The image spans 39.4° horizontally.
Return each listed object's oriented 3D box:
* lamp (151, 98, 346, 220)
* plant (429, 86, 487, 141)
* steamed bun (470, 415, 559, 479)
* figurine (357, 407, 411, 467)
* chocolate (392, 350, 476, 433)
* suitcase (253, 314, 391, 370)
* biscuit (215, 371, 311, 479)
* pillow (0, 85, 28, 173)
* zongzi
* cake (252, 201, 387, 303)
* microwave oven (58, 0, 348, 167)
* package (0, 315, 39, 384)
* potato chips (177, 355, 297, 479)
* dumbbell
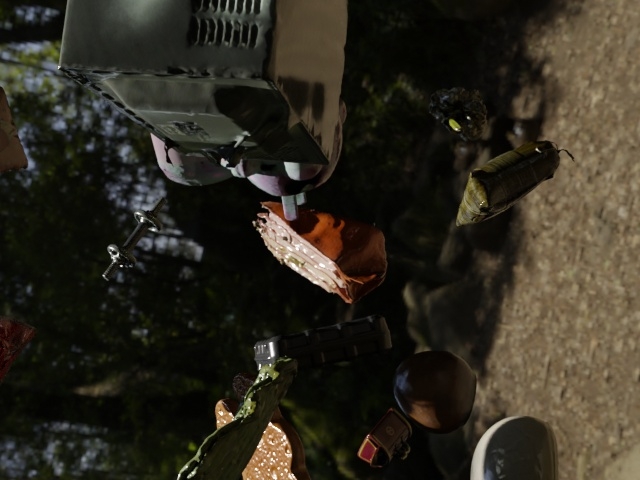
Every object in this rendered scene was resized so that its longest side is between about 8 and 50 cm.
[{"bbox_3d":[-0.110,-0.151,1.501,0.247,0.301,0.247,-66,-28,-58],"label":"lamp"},{"bbox_3d":[0.251,-0.229,1.672,0.122,0.117,0.104,-48,-37,-52],"label":"plant"},{"bbox_3d":[0.314,0.401,1.461,0.177,0.131,0.228,90,-176,-71],"label":"steamed bun"},{"bbox_3d":[0.154,0.471,2.045,0.154,0.098,0.082,-40,-20,-49],"label":"figurine"},{"bbox_3d":[0.222,0.300,1.794,0.177,0.177,0.176,-168,90,-81],"label":"chocolate"},{"bbox_3d":[-0.005,0.185,1.552,0.285,0.206,0.066,141,117,-77],"label":"suitcase"},{"bbox_3d":[-0.106,0.429,1.813,0.333,0.047,0.202,55,132,32],"label":"biscuit"},{"bbox_3d":[-0.850,-0.267,2.231,0.223,0.084,0.236,-22,-81,-57],"label":"pillow"},{"bbox_3d":[0.433,-0.130,2.073,0.111,0.248,0.241,59,168,13],"label":"zongzi"},{"bbox_3d":[0.001,0.004,1.586,0.135,0.287,0.098,-46,-32,-27],"label":"cake"},{"bbox_3d":[-0.115,-0.282,1.127,0.432,0.237,0.374,34,-119,-79],"label":"microwave oven"},{"bbox_3d":[-0.668,0.237,1.826,0.194,0.071,0.269,-47,-18,-15],"label":"package"},{"bbox_3d":[-0.163,0.335,1.249,0.429,0.070,0.358,-57,-7,-1],"label":"potato chips"},{"bbox_3d":[-0.462,-0.006,2.224,0.254,0.082,0.081,-58,1,-23],"label":"dumbbell"}]
